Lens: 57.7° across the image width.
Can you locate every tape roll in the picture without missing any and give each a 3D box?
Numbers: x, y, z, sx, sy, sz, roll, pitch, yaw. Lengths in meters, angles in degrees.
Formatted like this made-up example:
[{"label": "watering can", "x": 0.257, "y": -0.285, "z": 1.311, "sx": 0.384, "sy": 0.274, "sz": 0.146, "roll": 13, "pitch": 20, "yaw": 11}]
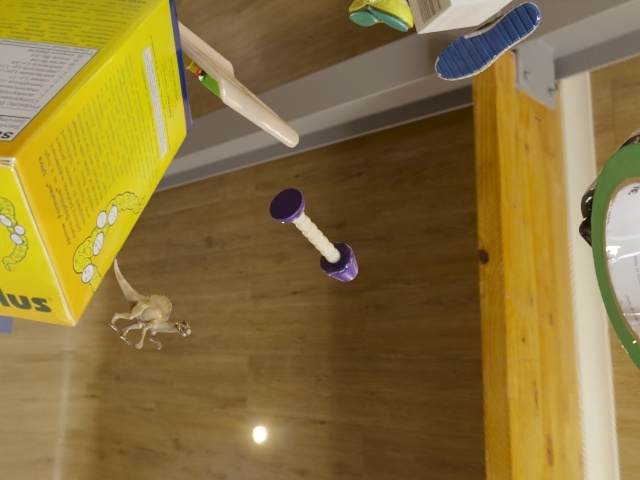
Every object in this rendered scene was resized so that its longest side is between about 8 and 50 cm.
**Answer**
[{"label": "tape roll", "x": 0.448, "y": 0.031, "z": 0.732, "sx": 0.077, "sy": 0.321, "sz": 0.322, "roll": -10, "pitch": -109, "yaw": 3}]

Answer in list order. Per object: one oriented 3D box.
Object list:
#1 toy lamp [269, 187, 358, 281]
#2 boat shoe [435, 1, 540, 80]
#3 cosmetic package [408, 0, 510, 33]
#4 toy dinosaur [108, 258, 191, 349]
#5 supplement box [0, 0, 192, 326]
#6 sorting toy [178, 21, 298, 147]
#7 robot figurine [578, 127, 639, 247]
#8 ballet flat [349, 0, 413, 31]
[{"label": "toy lamp", "x": 0.000, "y": 0.000, "z": 1.151, "sx": 0.080, "sy": 0.275, "sz": 0.080, "roll": -14, "pitch": -126, "yaw": 21}, {"label": "boat shoe", "x": 0.280, "y": -0.327, "z": 0.970, "sx": 0.183, "sy": 0.066, "sz": 0.066, "roll": -24, "pitch": -79, "yaw": 27}, {"label": "cosmetic package", "x": 0.315, "y": -0.585, "z": 1.331, "sx": 0.151, "sy": 0.183, "sz": 0.152, "roll": -14, "pitch": -88, "yaw": 68}, {"label": "toy dinosaur", "x": -0.288, "y": 0.117, "z": 0.931, "sx": 0.183, "sy": 0.093, "sz": 0.053, "roll": 35, "pitch": -26, "yaw": 15}, {"label": "supplement box", "x": -0.291, "y": -0.117, "z": 0.613, "sx": 0.357, "sy": 0.194, "sz": 0.195, "roll": -77, "pitch": 173, "yaw": -47}, {"label": "sorting toy", "x": -0.138, "y": -0.224, "z": 0.829, "sx": 0.038, "sy": 0.193, "sz": 0.208, "roll": -46, "pitch": -118, "yaw": 11}, {"label": "robot figurine", "x": 0.569, "y": -0.081, "z": 1.001, "sx": 0.209, "sy": 0.174, "sz": 0.278, "roll": 26, "pitch": -115, "yaw": 41}, {"label": "ballet flat", "x": 0.122, "y": -0.459, "z": 1.128, "sx": 0.077, "sy": 0.077, "sz": 0.231, "roll": -60, "pitch": -152, "yaw": 9}]
